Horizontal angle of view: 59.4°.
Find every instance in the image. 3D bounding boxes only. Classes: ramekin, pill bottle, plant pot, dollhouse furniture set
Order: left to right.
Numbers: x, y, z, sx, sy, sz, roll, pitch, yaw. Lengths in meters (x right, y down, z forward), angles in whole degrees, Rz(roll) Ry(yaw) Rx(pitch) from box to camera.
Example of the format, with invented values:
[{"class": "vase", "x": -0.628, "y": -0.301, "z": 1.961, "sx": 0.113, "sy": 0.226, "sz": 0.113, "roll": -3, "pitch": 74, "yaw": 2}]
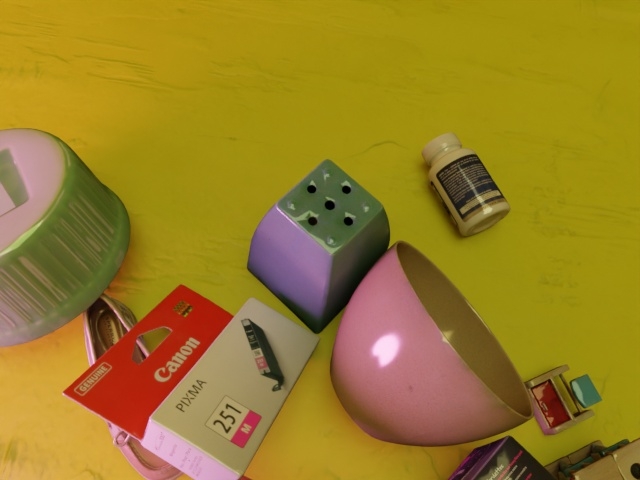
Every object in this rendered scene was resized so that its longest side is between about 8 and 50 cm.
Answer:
[{"class": "ramekin", "x": -0.445, "y": -0.018, "z": 0.796, "sx": 0.303, "sy": 0.148, "sz": 0.303, "roll": -5, "pitch": 54, "yaw": 7}, {"class": "plant pot", "x": 0.000, "y": 0.000, "z": 0.833, "sx": 0.165, "sy": 0.234, "sz": 0.165, "roll": 42, "pitch": 70, "yaw": 12}, {"class": "plant pot", "x": 0.126, "y": 0.170, "z": 0.780, "sx": 0.191, "sy": 0.284, "sz": 0.284, "roll": -41, "pitch": 73, "yaw": 17}, {"class": "pill bottle", "x": 0.247, "y": -0.100, "z": 0.976, "sx": 0.094, "sy": 0.094, "sz": 0.169, "roll": -22, "pitch": 71, "yaw": -14}, {"class": "dollhouse furniture set", "x": 0.363, "y": 0.282, "z": 0.803, "sx": 0.129, "sy": 0.129, "sz": 0.184, "roll": -20, "pitch": 71, "yaw": -13}]

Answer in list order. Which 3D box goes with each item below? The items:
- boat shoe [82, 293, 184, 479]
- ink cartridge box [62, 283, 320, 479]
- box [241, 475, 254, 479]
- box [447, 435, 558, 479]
[{"class": "boat shoe", "x": -0.272, "y": 0.206, "z": 0.795, "sx": 0.104, "sy": 0.089, "sz": 0.285, "roll": -29, "pitch": 72, "yaw": -17}, {"class": "ink cartridge box", "x": -0.155, "y": 0.166, "z": 0.762, "sx": 0.239, "sy": 0.060, "sz": 0.275, "roll": 31, "pitch": 33, "yaw": 4}, {"class": "box", "x": -0.127, "y": 0.430, "z": 0.552, "sx": 0.215, "sy": 0.168, "sz": 0.345, "roll": 5, "pitch": 24, "yaw": 38}, {"class": "box", "x": 0.194, "y": 0.395, "z": 0.720, "sx": 0.247, "sy": 0.163, "sz": 0.142, "roll": -39, "pitch": 72, "yaw": -19}]
